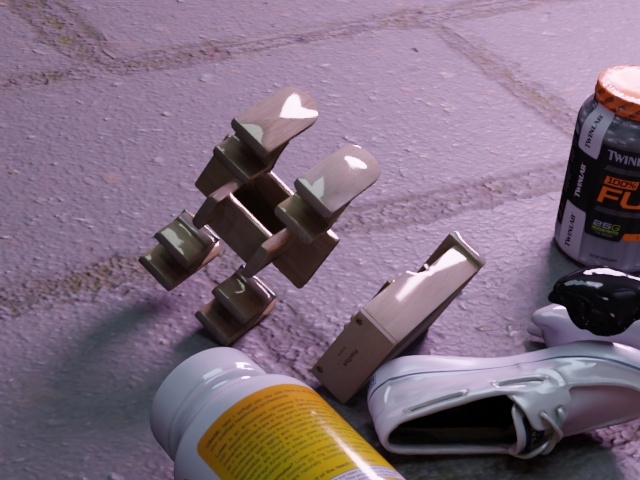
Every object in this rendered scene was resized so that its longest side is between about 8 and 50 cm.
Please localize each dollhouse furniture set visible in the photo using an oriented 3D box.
[{"bbox_3d":[0.000,0.000,1.577,0.242,0.212,0.161,45,43,8],"label":"dollhouse furniture set"}]

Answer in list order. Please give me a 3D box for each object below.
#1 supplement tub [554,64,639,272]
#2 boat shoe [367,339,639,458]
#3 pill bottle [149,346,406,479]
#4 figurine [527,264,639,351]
[{"bbox_3d":[0.307,-0.073,1.762,0.117,0.190,0.117,5,32,-3],"label":"supplement tub"},{"bbox_3d":[0.171,0.149,1.488,0.258,0.095,0.084,-6,37,-1],"label":"boat shoe"},{"bbox_3d":[-0.026,0.187,1.327,0.136,0.136,0.245,-15,38,-32],"label":"pill bottle"},{"bbox_3d":[0.296,0.066,1.562,0.209,0.215,0.092,1,75,-2],"label":"figurine"}]
